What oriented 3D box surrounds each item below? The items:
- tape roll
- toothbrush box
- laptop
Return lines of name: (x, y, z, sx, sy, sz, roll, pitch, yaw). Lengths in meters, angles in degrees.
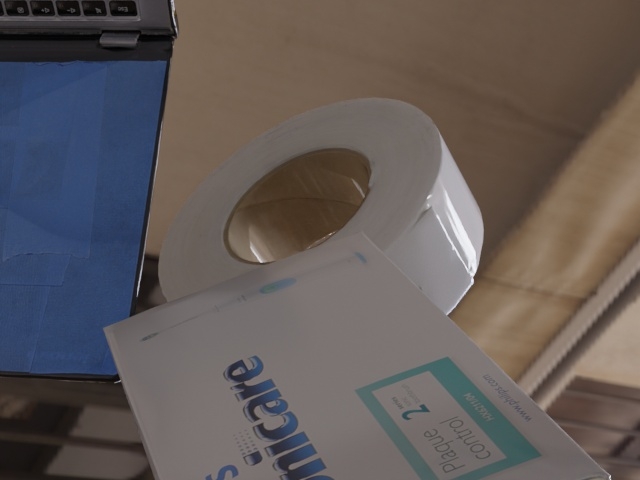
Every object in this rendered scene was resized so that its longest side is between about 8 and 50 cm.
tape roll: (0.000, 0.000, 1.102, 0.286, 0.100, 0.286, -21, -145, 16)
toothbrush box: (0.030, 0.176, 0.486, 0.216, 0.126, 0.295, -133, -156, -64)
laptop: (-0.312, -0.143, 0.825, 0.236, 0.382, 0.407, -76, 165, -54)
